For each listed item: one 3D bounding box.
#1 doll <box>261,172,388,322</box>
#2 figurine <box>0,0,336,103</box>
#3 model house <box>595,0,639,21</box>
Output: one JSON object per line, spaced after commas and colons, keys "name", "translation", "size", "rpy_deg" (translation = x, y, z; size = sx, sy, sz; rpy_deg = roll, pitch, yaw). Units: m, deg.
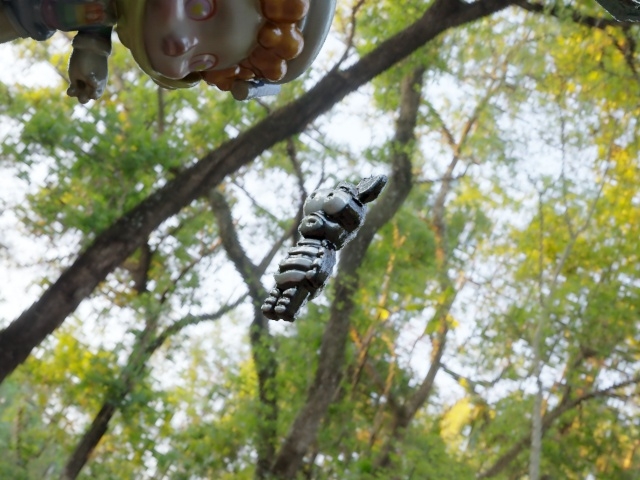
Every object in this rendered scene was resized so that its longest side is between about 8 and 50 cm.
{"name": "doll", "translation": [0.000, 0.000, 1.101], "size": [0.067, 0.219, 0.091], "rpy_deg": [43, -24, -24]}
{"name": "figurine", "translation": [-0.179, -0.253, 0.873], "size": [0.382, 0.205, 0.224], "rpy_deg": [1, -42, -24]}
{"name": "model house", "translation": [0.221, -0.221, 0.686], "size": [0.148, 0.119, 0.149], "rpy_deg": [28, 1, 10]}
